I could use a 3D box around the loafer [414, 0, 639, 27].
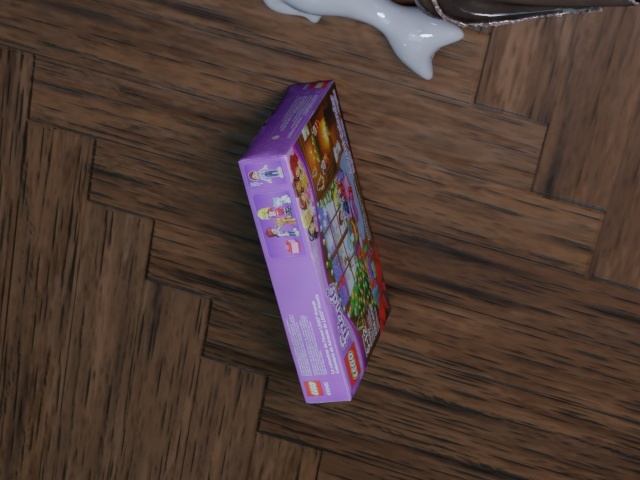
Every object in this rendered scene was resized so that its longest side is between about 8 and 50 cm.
[{"bbox_3d":[0.262,-0.285,1.789,0.366,0.130,0.134,-14,113,8],"label":"loafer"}]

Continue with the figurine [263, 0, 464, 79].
[{"bbox_3d":[0.076,-0.286,1.914,0.209,0.092,0.215,29,123,-5],"label":"figurine"}]

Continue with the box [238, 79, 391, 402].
[{"bbox_3d":[0.000,0.000,2.019,0.057,0.201,0.293,-6,116,20],"label":"box"}]
